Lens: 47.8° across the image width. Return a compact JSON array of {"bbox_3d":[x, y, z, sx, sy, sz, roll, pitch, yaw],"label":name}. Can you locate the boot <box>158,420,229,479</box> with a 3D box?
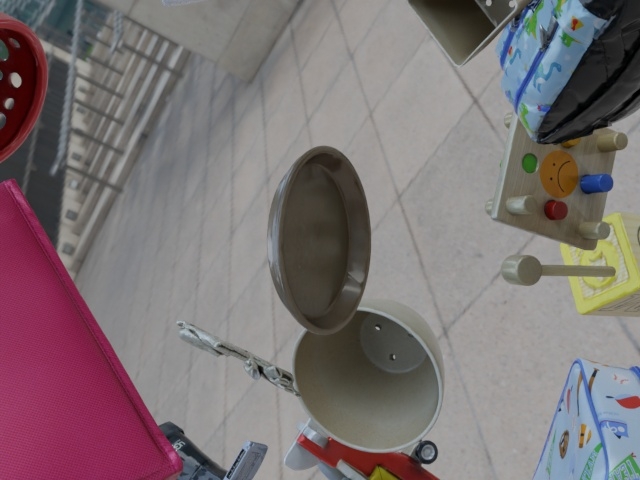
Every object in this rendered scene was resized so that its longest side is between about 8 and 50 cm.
[{"bbox_3d":[-0.172,0.604,1.411,0.146,0.445,0.367,-37,-39,-42],"label":"boot"}]

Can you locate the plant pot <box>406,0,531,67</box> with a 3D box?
[{"bbox_3d":[0.188,-0.288,0.850,0.096,0.109,0.109,-31,-9,-40],"label":"plant pot"}]

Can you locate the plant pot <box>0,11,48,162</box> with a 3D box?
[{"bbox_3d":[-0.449,-0.194,0.840,0.191,0.174,0.191,23,-90,-79],"label":"plant pot"}]

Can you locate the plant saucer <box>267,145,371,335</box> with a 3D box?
[{"bbox_3d":[0.000,0.000,1.068,0.041,0.278,0.278,0,61,29],"label":"plant saucer"}]

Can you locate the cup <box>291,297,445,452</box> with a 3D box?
[{"bbox_3d":[0.131,0.261,1.596,0.331,0.331,0.237,-54,-8,26],"label":"cup"}]

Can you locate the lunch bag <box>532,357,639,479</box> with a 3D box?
[{"bbox_3d":[0.352,0.306,0.919,0.243,0.114,0.304,-75,-7,-57],"label":"lunch bag"}]

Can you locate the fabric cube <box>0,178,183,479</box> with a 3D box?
[{"bbox_3d":[-0.291,0.153,0.487,0.254,0.258,0.259,53,138,20],"label":"fabric cube"}]

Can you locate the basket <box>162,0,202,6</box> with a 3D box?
[{"bbox_3d":[-0.101,-0.332,0.755,0.103,0.167,0.113,70,-166,-59],"label":"basket"}]

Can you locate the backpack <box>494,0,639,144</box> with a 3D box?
[{"bbox_3d":[0.407,-0.294,1.052,0.273,0.290,0.356,55,158,32],"label":"backpack"}]

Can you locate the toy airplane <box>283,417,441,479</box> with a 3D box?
[{"bbox_3d":[0.086,0.602,1.835,0.384,0.386,0.273,8,81,34],"label":"toy airplane"}]

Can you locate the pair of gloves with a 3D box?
[{"bbox_3d":[-0.162,0.226,1.395,0.204,0.240,0.042,14,74,51],"label":"pair of gloves"}]

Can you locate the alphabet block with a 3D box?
[{"bbox_3d":[0.706,0.061,1.663,0.193,0.197,0.193,-44,48,52],"label":"alphabet block"}]

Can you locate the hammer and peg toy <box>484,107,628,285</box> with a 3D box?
[{"bbox_3d":[0.459,-0.076,1.426,0.127,0.265,0.362,180,104,-68],"label":"hammer and peg toy"}]

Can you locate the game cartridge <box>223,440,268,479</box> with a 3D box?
[{"bbox_3d":[-0.119,0.362,1.160,0.017,0.056,0.083,28,85,41],"label":"game cartridge"}]
